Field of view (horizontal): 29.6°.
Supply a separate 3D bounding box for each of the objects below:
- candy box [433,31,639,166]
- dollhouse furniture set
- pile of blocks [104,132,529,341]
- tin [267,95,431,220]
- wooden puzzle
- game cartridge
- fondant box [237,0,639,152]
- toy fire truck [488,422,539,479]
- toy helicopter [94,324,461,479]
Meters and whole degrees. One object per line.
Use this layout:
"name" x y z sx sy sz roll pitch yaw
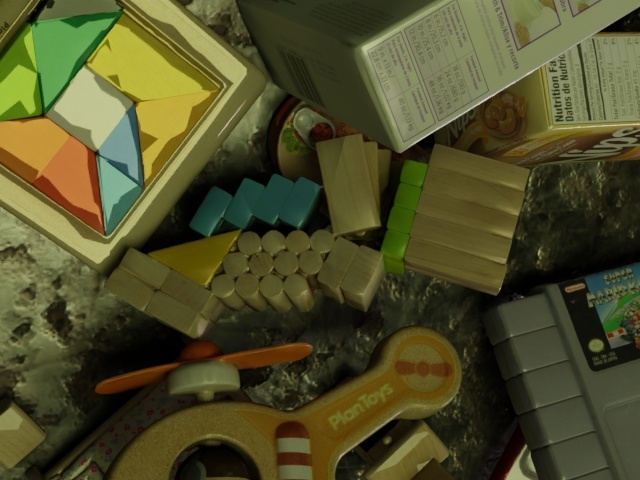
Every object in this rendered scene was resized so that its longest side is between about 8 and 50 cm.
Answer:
"candy box" 0.281 -0.127 1.106 0.316 0.183 0.087 -6 84 -24
"dollhouse furniture set" -0.066 0.203 1.078 0.303 0.174 0.355 -42 121 -6
"pile of blocks" 0.000 0.000 1.054 0.362 0.112 0.149 -9 78 2
"tin" 0.032 -0.065 1.104 0.190 0.040 0.106 40 85 -31
"wooden puzzle" -0.185 -0.109 0.978 0.239 0.044 0.221 37 90 -32
"game cartridge" 0.360 0.129 1.252 0.355 0.068 0.230 -13 80 -21
"fondant box" 0.128 -0.216 0.973 0.330 0.238 0.096 -33 119 -11
"toy fire truck" 0.279 0.327 1.317 0.254 0.169 0.302 28 95 -7
"toy helicopter" -0.030 0.162 1.031 0.355 0.140 0.235 -29 78 -29
